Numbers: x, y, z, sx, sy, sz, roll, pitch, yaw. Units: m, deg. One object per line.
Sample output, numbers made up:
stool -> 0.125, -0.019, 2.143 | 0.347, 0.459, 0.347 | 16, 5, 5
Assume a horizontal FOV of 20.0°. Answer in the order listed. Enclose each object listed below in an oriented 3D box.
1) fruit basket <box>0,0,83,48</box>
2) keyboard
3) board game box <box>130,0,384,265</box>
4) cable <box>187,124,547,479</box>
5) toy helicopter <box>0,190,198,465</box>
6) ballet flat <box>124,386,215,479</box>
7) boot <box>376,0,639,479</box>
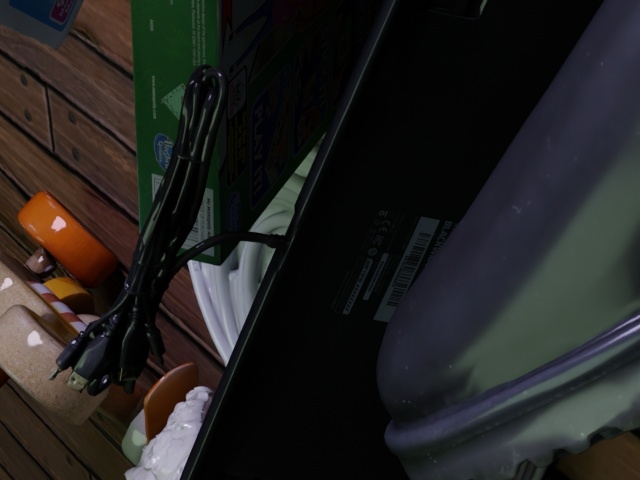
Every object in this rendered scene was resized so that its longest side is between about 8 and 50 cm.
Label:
fruit basket -> -0.107, -0.256, 0.752 | 0.353, 0.165, 0.327 | 20, -96, -85
keyboard -> 0.000, 0.000, 0.806 | 0.317, 0.201, 0.033 | -66, 30, 23
board game box -> -0.020, -0.176, 0.814 | 0.046, 0.213, 0.317 | 15, 128, 18
cable -> 0.025, 0.047, 0.996 | 0.257, 0.089, 0.257 | 3, 111, 58
toy helicopter -> -0.165, 0.091, 1.248 | 0.235, 0.140, 0.355 | 45, 177, -2
ballet flat -> -0.087, 0.217, 1.071 | 0.409, 0.147, 0.147 | -102, 5, -66
boot -> 0.067, -0.184, 0.573 | 0.367, 0.146, 0.445 | -33, 87, 28
